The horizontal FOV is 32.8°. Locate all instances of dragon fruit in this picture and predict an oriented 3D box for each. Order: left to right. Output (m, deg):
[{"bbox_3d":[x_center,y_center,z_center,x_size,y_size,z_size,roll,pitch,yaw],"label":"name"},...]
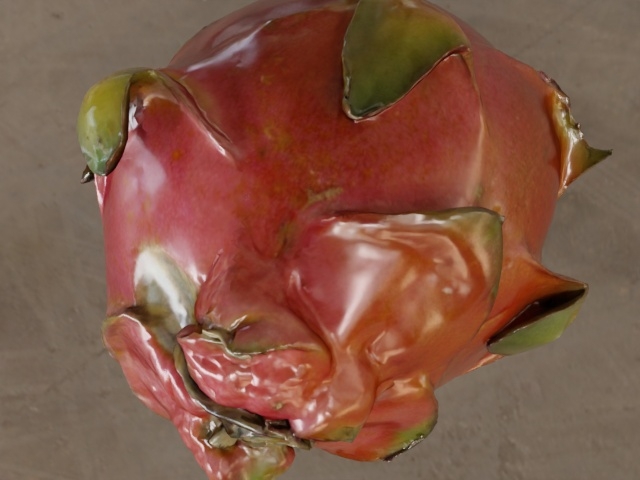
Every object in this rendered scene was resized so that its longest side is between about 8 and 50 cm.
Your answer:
[{"bbox_3d":[0.001,-0.003,0.486,0.224,0.224,0.227,31,54,31],"label":"dragon fruit"}]
